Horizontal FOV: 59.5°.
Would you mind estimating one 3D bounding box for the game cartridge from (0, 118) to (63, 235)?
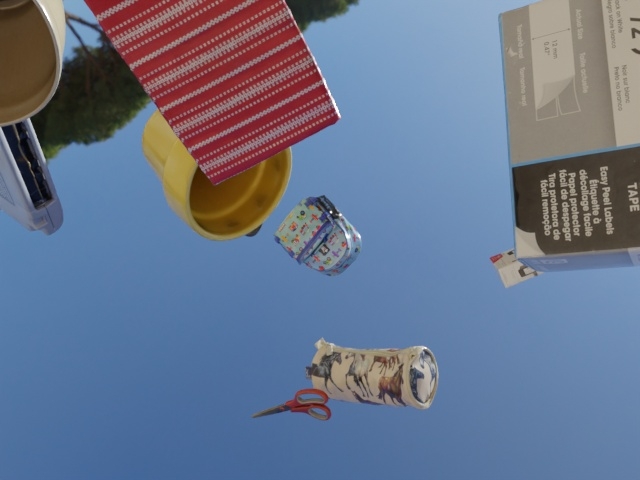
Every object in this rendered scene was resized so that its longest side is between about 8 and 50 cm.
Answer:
[{"bbox_3d":[-0.465,-0.155,0.766,0.196,0.294,0.060,27,-129,18],"label":"game cartridge"}]

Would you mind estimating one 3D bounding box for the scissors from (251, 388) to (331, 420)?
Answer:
[{"bbox_3d":[-0.098,0.467,1.595,0.297,0.109,0.021,-9,-153,31],"label":"scissors"}]

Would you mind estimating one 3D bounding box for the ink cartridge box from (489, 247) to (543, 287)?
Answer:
[{"bbox_3d":[0.553,0.059,1.523,0.150,0.063,0.109,-24,-167,10],"label":"ink cartridge box"}]

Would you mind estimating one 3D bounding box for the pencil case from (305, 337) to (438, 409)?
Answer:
[{"bbox_3d":[0.144,0.374,1.586,0.410,0.183,0.160,-11,-158,47],"label":"pencil case"}]

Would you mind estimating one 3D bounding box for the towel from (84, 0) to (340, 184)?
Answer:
[{"bbox_3d":[-0.119,-0.218,0.666,0.199,0.275,0.031,-25,-149,9],"label":"towel"}]

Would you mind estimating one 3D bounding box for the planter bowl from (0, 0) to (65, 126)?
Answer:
[{"bbox_3d":[-0.254,-0.174,0.386,0.162,0.162,0.109,-15,-128,16],"label":"planter bowl"}]

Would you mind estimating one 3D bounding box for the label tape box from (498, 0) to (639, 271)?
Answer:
[{"bbox_3d":[0.344,-0.112,0.477,0.347,0.115,0.249,-7,-104,32],"label":"label tape box"}]

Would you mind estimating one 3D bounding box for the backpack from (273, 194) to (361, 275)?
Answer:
[{"bbox_3d":[0.000,0.000,1.307,0.158,0.117,0.173,-46,-101,18],"label":"backpack"}]

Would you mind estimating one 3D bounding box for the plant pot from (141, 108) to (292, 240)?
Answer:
[{"bbox_3d":[-0.227,-0.164,1.117,0.239,0.254,0.254,35,-108,33],"label":"plant pot"}]

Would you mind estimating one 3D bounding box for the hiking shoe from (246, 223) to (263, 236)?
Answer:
[{"bbox_3d":[-0.183,-0.123,1.508,0.086,0.114,0.227,-1,-90,4],"label":"hiking shoe"}]
